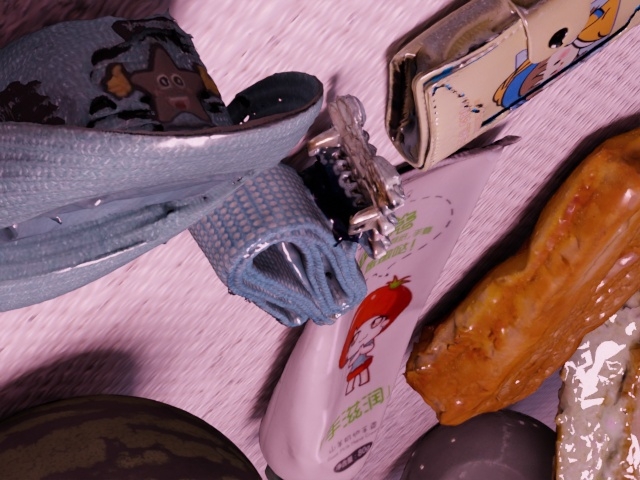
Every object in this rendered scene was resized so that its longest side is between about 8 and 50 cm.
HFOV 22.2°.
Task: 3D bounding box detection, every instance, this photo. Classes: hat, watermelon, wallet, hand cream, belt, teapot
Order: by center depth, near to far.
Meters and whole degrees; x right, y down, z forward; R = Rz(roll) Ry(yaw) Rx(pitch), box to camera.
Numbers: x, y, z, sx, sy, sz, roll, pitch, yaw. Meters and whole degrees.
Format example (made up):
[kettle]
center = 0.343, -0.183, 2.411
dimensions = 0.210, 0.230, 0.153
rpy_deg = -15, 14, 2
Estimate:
[hat]
center = -0.081, -0.036, 0.562
dimensions = 0.138, 0.078, 0.191
rpy_deg = -11, 168, -39
[wallet]
center = 0.105, -0.100, 0.798
dimensions = 0.155, 0.039, 0.110
rpy_deg = -35, 163, -9
[belt]
center = -0.002, -0.004, 0.809
dimensions = 0.100, 0.065, 0.179
rpy_deg = -29, 164, 3
[watermelon]
center = -0.113, 0.179, 0.814
dimensions = 0.212, 0.212, 0.212
rpy_deg = -33, 162, -13
[hand cream]
center = 0.026, 0.058, 1.024
dimensions = 0.121, 0.076, 0.336
rpy_deg = -27, 153, -35
[teapot]
center = 0.182, 0.247, 1.612
dimensions = 0.183, 0.183, 0.251
rpy_deg = -42, 172, 13

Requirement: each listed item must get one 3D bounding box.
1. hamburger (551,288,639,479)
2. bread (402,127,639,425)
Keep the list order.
[hamburger]
center = 0.326, 0.169, 1.445
dimensions = 0.277, 0.195, 0.318
rpy_deg = -22, 114, -68
[bread]
center = 0.164, 0.026, 1.158
dimensions = 0.139, 0.077, 0.271
rpy_deg = -13, 149, -44
